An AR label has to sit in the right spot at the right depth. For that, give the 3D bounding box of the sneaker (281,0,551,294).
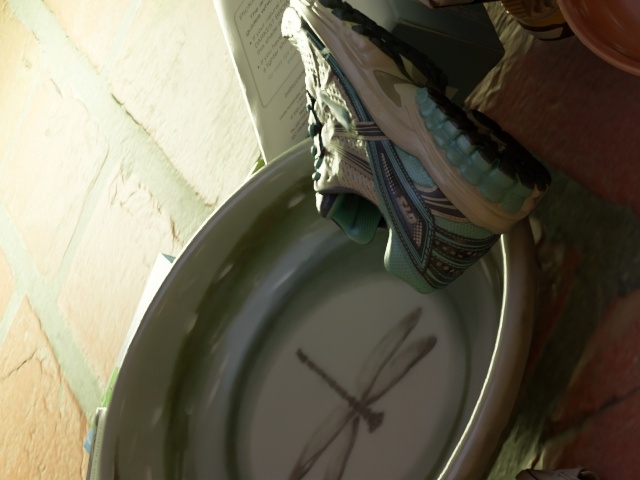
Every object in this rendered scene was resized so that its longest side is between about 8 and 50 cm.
[{"bbox_3d":[0.028,-0.072,1.152,0.122,0.110,0.283,-53,40,13],"label":"sneaker"}]

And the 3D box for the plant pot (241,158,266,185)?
[{"bbox_3d":[-0.044,-0.023,1.441,0.083,0.083,0.079,-26,38,55],"label":"plant pot"}]

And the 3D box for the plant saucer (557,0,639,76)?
[{"bbox_3d":[0.234,-0.187,1.036,0.200,0.037,0.200,-10,71,32],"label":"plant saucer"}]

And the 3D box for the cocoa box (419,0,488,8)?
[{"bbox_3d":[0.109,-0.361,1.160,0.347,0.231,0.228,-61,-16,20],"label":"cocoa box"}]

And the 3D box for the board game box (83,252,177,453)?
[{"bbox_3d":[-0.153,0.133,1.637,0.211,0.039,0.160,-67,27,6],"label":"board game box"}]

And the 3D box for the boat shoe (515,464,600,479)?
[{"bbox_3d":[0.154,0.154,1.048,0.035,0.035,0.100,-45,21,-9],"label":"boat shoe"}]

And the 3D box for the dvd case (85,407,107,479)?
[{"bbox_3d":[-0.145,0.228,1.524,0.221,0.018,0.164,-8,71,50],"label":"dvd case"}]

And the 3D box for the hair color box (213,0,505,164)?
[{"bbox_3d":[0.004,-0.233,1.432,0.185,0.114,0.374,-50,44,35],"label":"hair color box"}]

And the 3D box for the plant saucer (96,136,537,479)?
[{"bbox_3d":[0.009,0.105,1.217,0.400,0.100,0.400,-28,45,32],"label":"plant saucer"}]

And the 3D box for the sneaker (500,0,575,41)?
[{"bbox_3d":[0.209,-0.193,1.132,0.185,0.084,0.069,-26,67,21],"label":"sneaker"}]
